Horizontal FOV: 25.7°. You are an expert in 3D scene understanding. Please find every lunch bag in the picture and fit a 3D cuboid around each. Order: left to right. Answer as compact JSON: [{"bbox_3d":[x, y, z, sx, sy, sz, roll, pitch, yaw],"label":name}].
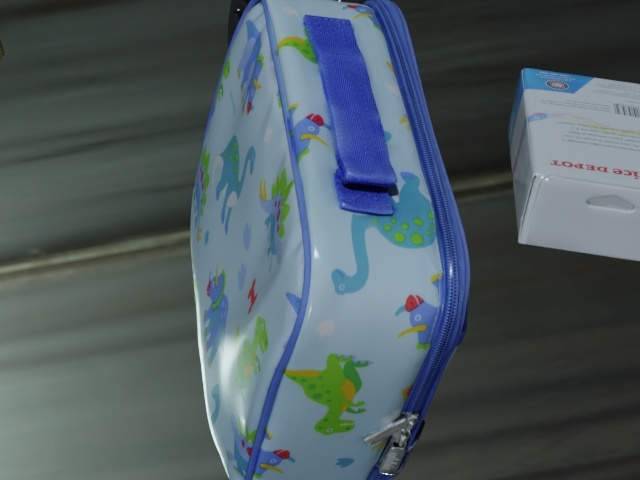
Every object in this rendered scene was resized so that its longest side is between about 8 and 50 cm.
[{"bbox_3d":[-0.001,-0.002,0.658,0.219,0.090,0.176,-102,22,-44],"label":"lunch bag"}]

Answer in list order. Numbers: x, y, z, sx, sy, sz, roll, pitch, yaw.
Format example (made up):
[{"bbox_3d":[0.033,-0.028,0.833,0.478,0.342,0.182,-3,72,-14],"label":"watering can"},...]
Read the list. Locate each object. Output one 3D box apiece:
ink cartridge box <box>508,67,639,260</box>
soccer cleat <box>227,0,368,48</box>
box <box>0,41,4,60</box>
[{"bbox_3d":[0.159,-0.045,0.823,0.122,0.089,0.052,-84,3,-55],"label":"ink cartridge box"},{"bbox_3d":[0.011,-0.247,1.101,0.116,0.109,0.318,111,177,-75],"label":"soccer cleat"},{"bbox_3d":[-0.261,-0.131,0.840,0.201,0.021,0.164,82,-153,-51],"label":"box"}]
